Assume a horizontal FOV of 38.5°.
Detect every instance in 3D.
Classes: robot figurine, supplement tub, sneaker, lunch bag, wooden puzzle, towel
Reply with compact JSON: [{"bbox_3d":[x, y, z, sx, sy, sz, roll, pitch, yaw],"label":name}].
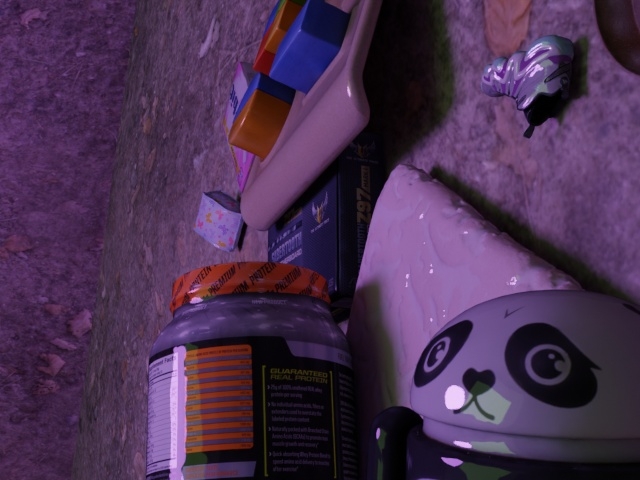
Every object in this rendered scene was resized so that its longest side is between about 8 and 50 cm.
[{"bbox_3d":[0.130,0.166,0.500,0.173,0.209,0.278,79,-168,-88],"label":"robot figurine"},{"bbox_3d":[-0.061,0.190,0.832,0.193,0.194,0.315,139,134,-60],"label":"supplement tub"},{"bbox_3d":[0.156,-0.109,0.705,0.098,0.038,0.069,153,121,-65],"label":"sneaker"},{"bbox_3d":[-0.151,-0.029,1.429,0.083,0.053,0.071,35,119,37],"label":"lunch bag"},{"bbox_3d":[-0.015,-0.222,1.023,0.322,0.081,0.347,139,146,-59],"label":"wooden puzzle"},{"bbox_3d":[0.098,0.128,0.770,0.332,0.053,0.316,-131,50,-62],"label":"towel"}]

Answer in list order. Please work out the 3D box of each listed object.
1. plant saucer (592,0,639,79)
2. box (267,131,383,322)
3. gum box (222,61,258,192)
[{"bbox_3d":[0.229,-0.178,0.554,0.168,0.029,0.168,-174,90,-69],"label":"plant saucer"},{"bbox_3d":[0.000,0.000,1.037,0.233,0.059,0.183,147,127,-63],"label":"box"},{"bbox_3d":[-0.086,-0.161,1.288,0.188,0.062,0.107,-110,34,-47],"label":"gum box"}]
